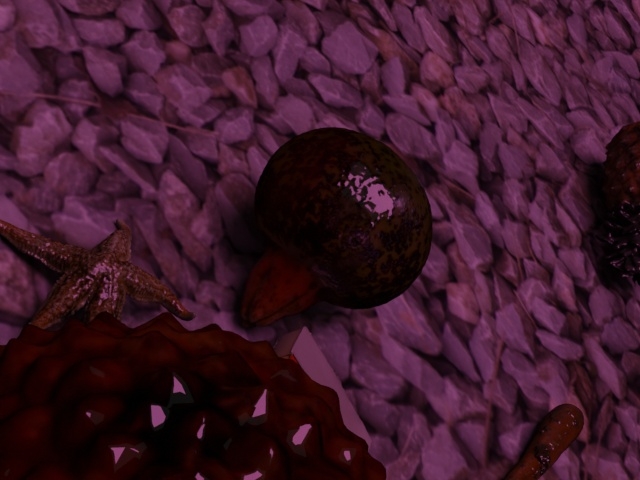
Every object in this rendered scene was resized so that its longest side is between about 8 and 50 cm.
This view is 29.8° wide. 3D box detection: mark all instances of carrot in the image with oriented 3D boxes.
[{"bbox_3d":[0.256,0.268,1.455,0.049,0.049,0.254,54,44,1],"label":"carrot"}]

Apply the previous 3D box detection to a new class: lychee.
[{"bbox_3d":[-0.150,0.287,0.769,0.425,0.425,0.499,29,82,-27],"label":"lychee"}]

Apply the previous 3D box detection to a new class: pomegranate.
[{"bbox_3d":[0.000,0.000,1.298,0.248,0.214,0.214,-44,97,-16],"label":"pomegranate"}]

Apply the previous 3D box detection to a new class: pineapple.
[{"bbox_3d":[0.501,-0.043,1.841,0.158,0.158,0.278,29,58,-26],"label":"pineapple"}]

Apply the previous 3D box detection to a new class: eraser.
[{"bbox_3d":[-0.022,0.207,1.167,0.157,0.038,0.230,60,27,-18],"label":"eraser"}]

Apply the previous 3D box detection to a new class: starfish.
[{"bbox_3d":[-0.218,0.031,1.137,0.217,0.050,0.223,22,27,-5],"label":"starfish"}]
